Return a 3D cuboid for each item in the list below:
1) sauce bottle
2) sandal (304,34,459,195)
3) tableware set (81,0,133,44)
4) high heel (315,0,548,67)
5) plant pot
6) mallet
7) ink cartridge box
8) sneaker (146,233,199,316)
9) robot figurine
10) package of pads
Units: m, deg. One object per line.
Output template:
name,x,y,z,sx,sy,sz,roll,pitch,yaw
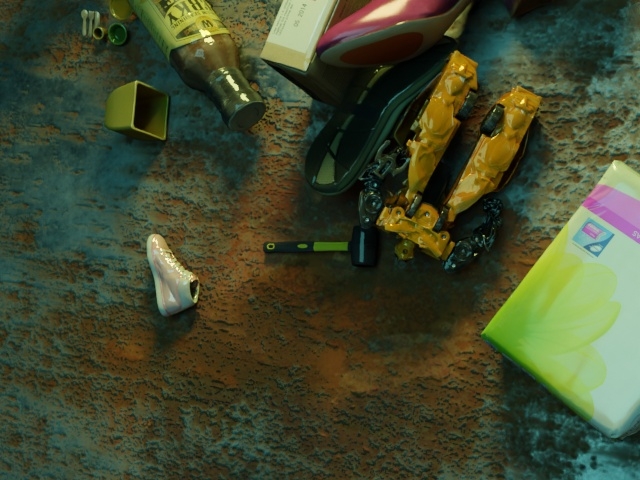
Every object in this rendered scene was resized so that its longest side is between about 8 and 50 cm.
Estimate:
sauce bottle,-0.200,-0.320,1.668,0.111,0.111,0.344,-41,68,11
sandal,0.090,-0.184,1.523,0.302,0.086,0.120,-51,46,-6
tableware set,-0.367,-0.414,1.774,0.104,0.024,0.154,12,106,18
high heel,0.142,-0.368,1.465,0.377,0.127,0.181,-20,77,-18
plant pot,-0.309,-0.208,1.710,0.083,0.081,0.081,-3,79,33
mallet,0.000,0.000,1.558,0.190,0.039,0.062,7,84,28
ink cartridge box,0.027,-0.330,1.523,0.088,0.193,0.234,23,89,26
sneaker,-0.227,0.048,1.638,0.070,0.051,0.134,-17,76,18
robot figurine,0.178,-0.100,1.450,0.211,0.085,0.291,28,92,-5
package of pads,0.387,0.082,1.335,0.229,0.101,0.296,40,97,26
